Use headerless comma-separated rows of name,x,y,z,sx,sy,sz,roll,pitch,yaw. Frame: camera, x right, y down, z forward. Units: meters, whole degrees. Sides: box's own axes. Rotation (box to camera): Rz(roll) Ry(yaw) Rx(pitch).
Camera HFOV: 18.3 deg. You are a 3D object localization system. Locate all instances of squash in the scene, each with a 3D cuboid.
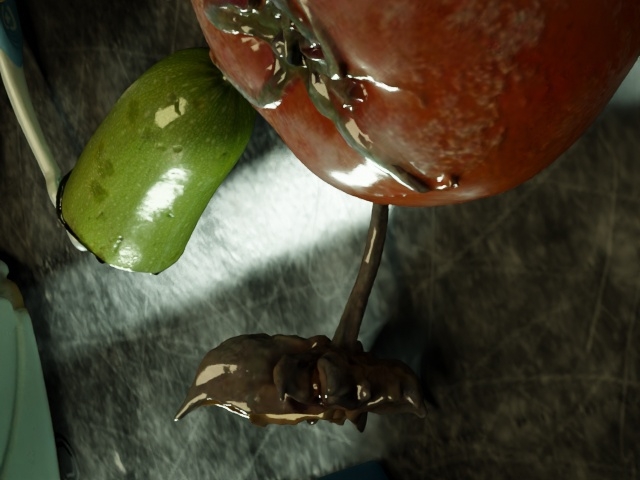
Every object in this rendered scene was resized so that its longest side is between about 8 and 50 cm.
squash,-0.096,-0.063,1.258,0.095,0.095,0.188,60,143,17

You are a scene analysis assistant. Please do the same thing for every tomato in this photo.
tomato,0.047,-0.130,0.904,0.232,0.188,0.232,44,155,27

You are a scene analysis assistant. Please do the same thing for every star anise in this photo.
star anise,0.000,0.000,1.143,0.218,0.148,0.227,68,-151,-83

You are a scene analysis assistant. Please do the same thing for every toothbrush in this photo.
toothbrush,-0.241,-0.170,1.462,0.040,0.040,0.386,-38,74,57

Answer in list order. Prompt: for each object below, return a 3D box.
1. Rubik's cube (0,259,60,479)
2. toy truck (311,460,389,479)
Rubik's cube,-0.441,0.185,1.667,0.352,0.351,0.347,23,124,53
toy truck,0.037,0.334,1.201,0.162,0.161,0.385,-43,68,46
